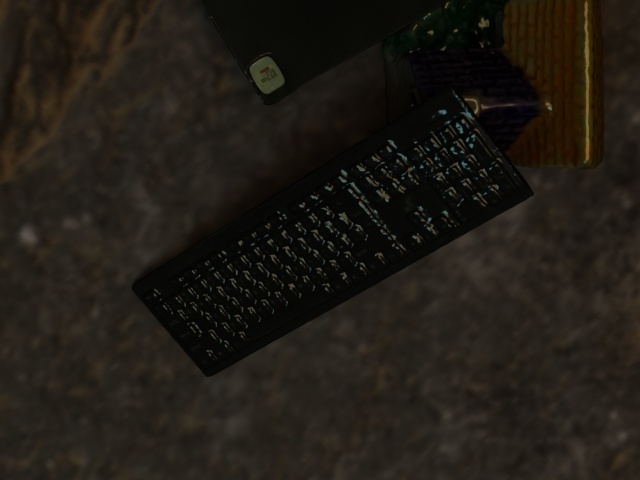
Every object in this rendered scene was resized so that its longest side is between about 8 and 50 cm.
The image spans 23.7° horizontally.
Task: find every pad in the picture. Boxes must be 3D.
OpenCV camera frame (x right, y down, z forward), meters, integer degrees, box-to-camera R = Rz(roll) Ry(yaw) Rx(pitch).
[{"bbox_3d":[0.027,-0.159,0.746,0.193,0.004,0.116,-31,81,-4],"label":"pad"}]

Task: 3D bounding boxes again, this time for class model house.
[{"bbox_3d":[0.088,-0.080,0.737,0.100,0.100,0.088,-2,98,-9],"label":"model house"}]

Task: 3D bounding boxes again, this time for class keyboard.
[{"bbox_3d":[0.000,0.000,0.729,0.202,0.011,0.067,-31,105,27],"label":"keyboard"}]
